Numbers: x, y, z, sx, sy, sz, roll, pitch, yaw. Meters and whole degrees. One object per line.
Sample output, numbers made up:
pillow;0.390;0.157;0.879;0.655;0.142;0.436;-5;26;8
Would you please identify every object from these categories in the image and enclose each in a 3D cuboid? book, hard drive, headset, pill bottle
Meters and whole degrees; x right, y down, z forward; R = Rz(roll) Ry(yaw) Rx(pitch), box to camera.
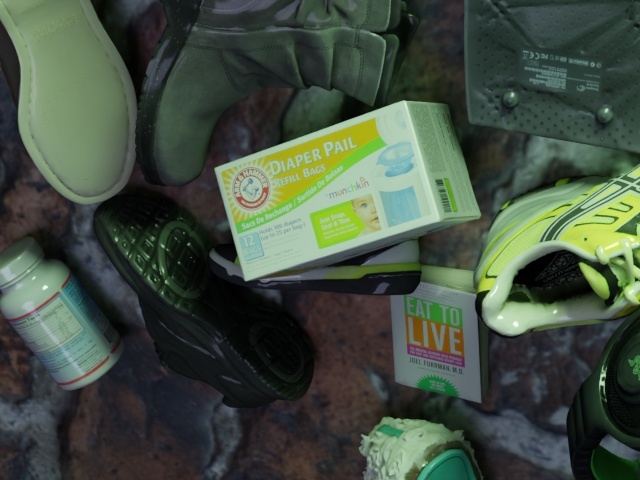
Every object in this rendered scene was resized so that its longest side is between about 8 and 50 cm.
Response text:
book;0.119;0.091;1.616;0.096;0.035;0.144;11;129;22
hard drive;0.208;-0.201;1.341;0.172;0.054;0.255;11;128;16
headset;0.356;0.101;1.353;0.243;0.185;0.394;9;145;-13
pill bottle;-0.289;0.077;1.744;0.087;0.087;0.160;-20;114;34

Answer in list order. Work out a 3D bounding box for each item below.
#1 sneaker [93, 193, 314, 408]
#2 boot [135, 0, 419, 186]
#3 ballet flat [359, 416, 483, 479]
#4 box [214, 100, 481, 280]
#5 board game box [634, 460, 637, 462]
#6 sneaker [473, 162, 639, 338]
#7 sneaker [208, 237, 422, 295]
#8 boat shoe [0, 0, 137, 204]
sneaker;-0.141;0.076;1.672;0.286;0.109;0.130;49;135;-13
boot;-0.039;-0.152;1.454;0.222;0.118;0.338;16;137;1
ballet flat;0.136;0.352;1.758;0.147;0.147;0.409;-2;121;25
box;0.023;-0.043;1.466;0.203;0.103;0.114;-19;84;25
board game box;0.407;0.348;1.604;0.142;0.144;0.275;-30;108;37
sneaker;0.301;-0.004;1.387;0.384;0.147;0.145;-27;109;35
sneaker;0.000;0.000;1.585;0.234;0.084;0.097;3;92;26
boat shoe;-0.258;-0.186;1.529;0.116;0.097;0.324;-24;125;-10
